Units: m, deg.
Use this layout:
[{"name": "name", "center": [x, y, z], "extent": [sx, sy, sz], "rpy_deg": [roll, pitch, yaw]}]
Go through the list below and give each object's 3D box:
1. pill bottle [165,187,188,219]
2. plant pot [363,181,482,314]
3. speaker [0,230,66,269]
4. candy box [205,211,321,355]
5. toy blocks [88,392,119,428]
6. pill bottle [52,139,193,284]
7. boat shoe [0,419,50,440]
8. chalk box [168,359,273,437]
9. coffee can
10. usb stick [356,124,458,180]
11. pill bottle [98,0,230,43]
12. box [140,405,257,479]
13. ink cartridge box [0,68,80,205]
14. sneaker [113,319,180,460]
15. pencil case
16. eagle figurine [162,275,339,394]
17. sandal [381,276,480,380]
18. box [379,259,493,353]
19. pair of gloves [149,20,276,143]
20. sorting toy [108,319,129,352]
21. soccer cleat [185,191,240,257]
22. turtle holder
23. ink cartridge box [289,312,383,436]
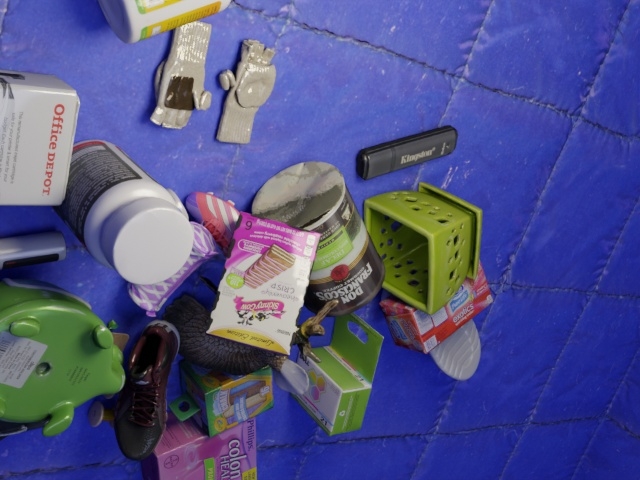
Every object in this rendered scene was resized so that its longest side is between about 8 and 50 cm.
[{"name": "pill bottle", "center": [-0.324, -0.033, 1.527], "extent": [0.137, 0.078, 0.078], "rpy_deg": [-32, 132, -18]}, {"name": "plant pot", "center": [0.250, 0.003, 1.908], "extent": [0.207, 0.227, 0.228], "rpy_deg": [-26, 129, -32]}, {"name": "speaker", "center": [-0.518, 0.018, 1.421], "extent": [0.136, 0.055, 0.055], "rpy_deg": [-10, 121, -35]}, {"name": "candy box", "center": [-0.105, 0.081, 1.501], "extent": [0.159, 0.071, 0.233], "rpy_deg": [15, 80, -6]}, {"name": "toy blocks", "center": [-0.396, 0.343, 1.715], "extent": [0.148, 0.054, 0.123], "rpy_deg": [20, 103, -44]}, {"name": "pill bottle", "center": [-0.337, -0.048, 1.362], "extent": [0.161, 0.283, 0.161], "rpy_deg": [-19, 126, -28]}, {"name": "boat shoe", "center": [-0.597, 0.329, 1.507], "extent": [0.302, 0.114, 0.091], "rpy_deg": [-12, 117, -32]}, {"name": "chalk box", "center": [-0.226, 0.325, 1.785], "extent": [0.213, 0.132, 0.132], "rpy_deg": [-20, 127, -30]}, {"name": "coffee can", "center": [0.000, 0.000, 1.718], "extent": [0.201, 0.201, 0.275], "rpy_deg": [-40, 133, -12]}, {"name": "usb stick", "center": [0.200, -0.202, 1.862], "extent": [0.278, 0.045, 0.077], "rpy_deg": [-19, 125, -29]}, {"name": "pill bottle", "center": [-0.229, -0.422, 1.324], "extent": [0.246, 0.136, 0.136], "rpy_deg": [-27, 130, -23]}, {"name": "box", "center": [-0.276, 0.487, 1.854], "extent": [0.243, 0.117, 0.213], "rpy_deg": [-18, 125, -30]}, {"name": "ink cartridge box", "center": [-0.533, -0.162, 1.257], "extent": [0.273, 0.114, 0.197], "rpy_deg": [0, 115, -37]}, {"name": "sneaker", "center": [-0.349, 0.292, 1.574], "extent": [0.106, 0.162, 0.281], "rpy_deg": [9, 85, -1]}, {"name": "pencil case", "center": [-0.285, 0.055, 1.562], "extent": [0.206, 0.088, 0.086], "rpy_deg": [-45, 145, 24]}, {"name": "eagle figurine", "center": [-0.148, 0.183, 1.677], "extent": [0.298, 0.225, 0.226], "rpy_deg": [7, 106, -35]}, {"name": "sandal", "center": [0.291, 0.219, 2.163], "extent": [0.416, 0.102, 0.169], "rpy_deg": [45, 69, -32]}, {"name": "box", "center": [0.287, 0.152, 2.011], "extent": [0.257, 0.123, 0.128], "rpy_deg": [-33, 113, -29]}, {"name": "pair of gloves", "center": [-0.190, -0.285, 1.506], "extent": [0.240, 0.042, 0.204], "rpy_deg": [10, 109, -42]}, {"name": "sorting toy", "center": [-0.418, 0.197, 1.639], "extent": [0.062, 0.012, 0.083], "rpy_deg": [15, 109, -38]}, {"name": "soccer cleat", "center": [-0.168, 0.002, 1.581], "extent": [0.095, 0.248, 0.083], "rpy_deg": [-55, -174, -37]}, {"name": "turtle holder", "center": [-0.480, 0.176, 1.426], "extent": [0.320, 0.227, 0.243], "rpy_deg": [-7, 119, -36]}, {"name": "ink cartridge box", "center": [0.034, 0.300, 1.938], "extent": [0.097, 0.189, 0.255], "rpy_deg": [-4, 117, -35]}]
